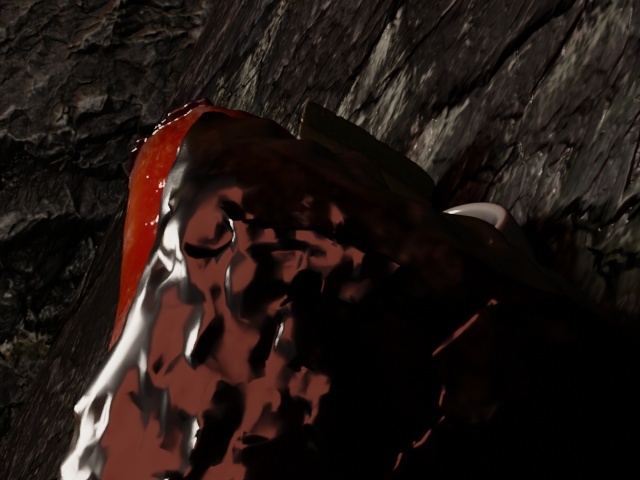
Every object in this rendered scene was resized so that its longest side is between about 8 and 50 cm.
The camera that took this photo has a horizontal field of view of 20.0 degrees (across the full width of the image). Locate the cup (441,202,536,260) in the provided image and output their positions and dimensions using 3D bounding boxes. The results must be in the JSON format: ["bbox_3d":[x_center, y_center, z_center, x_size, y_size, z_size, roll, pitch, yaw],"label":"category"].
[{"bbox_3d":[0.019,0.069,1.302,0.290,0.219,0.257,-35,12,-6],"label":"cup"}]

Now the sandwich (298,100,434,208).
[{"bbox_3d":[0.000,0.000,1.582,0.187,0.144,0.117,-53,15,37],"label":"sandwich"}]

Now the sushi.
[{"bbox_3d":[0.013,0.116,1.013,0.299,0.281,0.294,24,86,46],"label":"sushi"}]

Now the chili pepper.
[{"bbox_3d":[-0.114,0.053,1.746,0.251,0.229,0.305,-25,38,43],"label":"chili pepper"}]
